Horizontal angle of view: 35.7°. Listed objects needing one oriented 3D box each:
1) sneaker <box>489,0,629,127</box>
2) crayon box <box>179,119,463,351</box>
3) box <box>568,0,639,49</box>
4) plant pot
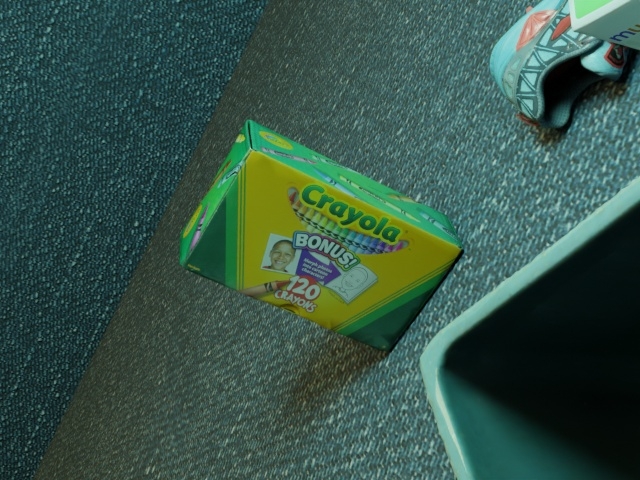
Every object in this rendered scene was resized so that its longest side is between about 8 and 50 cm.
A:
[{"bbox_3d":[0.284,-0.215,0.986,0.262,0.104,0.125,-53,42,39],"label":"sneaker"},{"bbox_3d":[0.000,0.000,1.136,0.165,0.278,0.081,-57,22,23],"label":"crayon box"},{"bbox_3d":[0.330,-0.211,0.630,0.262,0.231,0.127,-20,66,60],"label":"box"},{"bbox_3d":[0.246,0.108,0.465,0.248,0.252,0.247,-46,50,41],"label":"plant pot"}]
